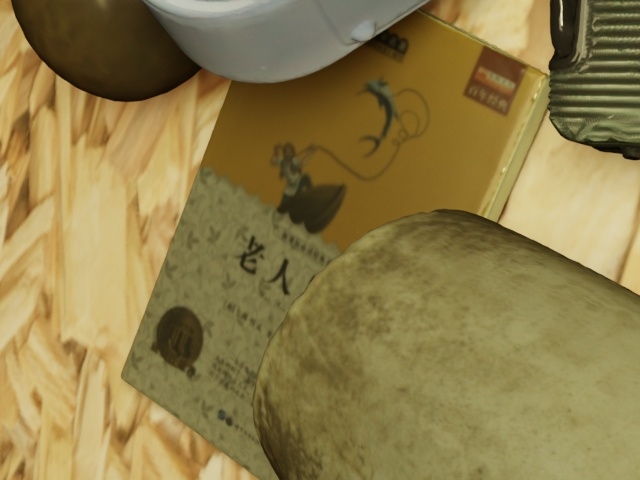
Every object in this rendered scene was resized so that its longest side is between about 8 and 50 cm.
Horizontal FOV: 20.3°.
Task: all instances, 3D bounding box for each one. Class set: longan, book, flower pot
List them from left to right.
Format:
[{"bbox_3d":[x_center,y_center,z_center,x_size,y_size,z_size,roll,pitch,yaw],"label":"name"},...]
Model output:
[{"bbox_3d":[-0.154,-0.213,1.386,0.198,0.198,0.212,-1,89,37],"label":"longan"},{"bbox_3d":[0.000,0.000,1.356,0.269,0.032,0.389,31,107,33],"label":"book"},{"bbox_3d":[0.138,0.148,1.101,0.330,0.293,0.293,44,114,37],"label":"flower pot"}]

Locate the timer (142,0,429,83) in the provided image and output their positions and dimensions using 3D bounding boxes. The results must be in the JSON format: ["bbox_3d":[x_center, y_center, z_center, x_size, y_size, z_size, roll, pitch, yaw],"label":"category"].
[{"bbox_3d":[-0.007,-0.327,1.237,0.395,0.173,0.395,-5,71,14],"label":"timer"}]

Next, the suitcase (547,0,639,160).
[{"bbox_3d":[0.291,-0.140,1.076,0.312,0.128,0.202,5,92,37],"label":"suitcase"}]
